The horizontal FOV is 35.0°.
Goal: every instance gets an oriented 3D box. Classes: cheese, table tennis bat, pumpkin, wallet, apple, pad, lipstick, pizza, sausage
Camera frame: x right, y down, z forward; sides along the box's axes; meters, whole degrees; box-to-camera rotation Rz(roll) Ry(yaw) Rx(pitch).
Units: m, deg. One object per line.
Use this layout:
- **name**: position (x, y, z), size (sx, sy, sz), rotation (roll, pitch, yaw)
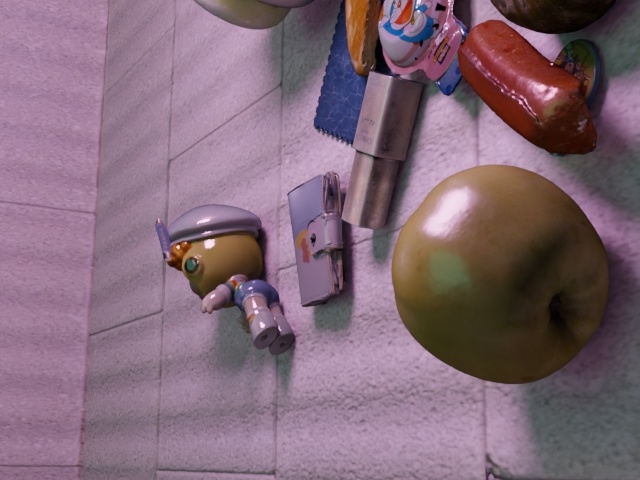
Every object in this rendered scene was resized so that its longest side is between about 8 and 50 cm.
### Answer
- **cheese**: position (0.165, -0.331, 1.588), size (0.189, 0.074, 0.286), rotation (-61, 35, 29)
- **table tennis bat**: position (0.324, -0.186, 1.323), size (0.100, 0.019, 0.155), rotation (22, 102, 64)
- **pumpkin**: position (0.292, -0.370, 1.279), size (0.219, 0.162, 0.219), rotation (-36, 48, 56)
- **wallet**: position (0.000, 0.000, 1.840), size (0.170, 0.069, 0.231), rotation (150, 116, -62)
- **apple**: position (0.215, 0.042, 1.237), size (0.262, 0.262, 0.262), rotation (-22, 64, 59)
- **pad**: position (0.072, -0.307, 1.831), size (0.270, 0.012, 0.269), rotation (31, 111, 60)
- **lipstick**: position (0.097, -0.147, 1.675), size (0.079, 0.077, 0.252), rotation (27, 107, 54)
- **pizza**: position (0.077, -0.419, 1.742), size (0.181, 0.034, 0.262), rotation (-106, 18, -54)
- **sausage**: position (0.262, -0.200, 1.327), size (0.330, 0.102, 0.102), rotation (-116, 41, -59)

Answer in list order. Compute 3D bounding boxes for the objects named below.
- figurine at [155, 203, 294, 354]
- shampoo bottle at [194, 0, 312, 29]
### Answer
- **figurine**: position (-0.156, 0.072, 2.058), size (0.205, 0.224, 0.382), rotation (-50, 63, 13)
- **shampoo bottle**: position (-0.116, -0.588, 1.918), size (0.317, 0.322, 0.322), rotation (-53, 40, 34)
